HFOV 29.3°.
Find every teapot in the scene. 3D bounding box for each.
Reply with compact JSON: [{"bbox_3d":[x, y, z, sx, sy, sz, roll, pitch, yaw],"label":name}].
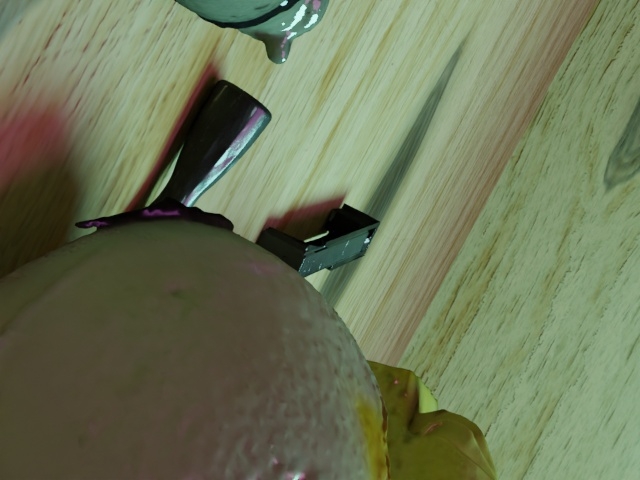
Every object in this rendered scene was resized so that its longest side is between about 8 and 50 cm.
[{"bbox_3d":[-0.078,-0.046,0.771,0.111,0.042,0.043,-55,168,-5],"label":"teapot"}]

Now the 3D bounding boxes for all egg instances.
[{"bbox_3d":[-0.093,0.165,0.627,0.337,0.201,0.337,-31,143,-27],"label":"egg"}]

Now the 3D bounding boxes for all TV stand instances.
[{"bbox_3d":[0.000,0.000,1.184,0.040,0.049,0.256,-64,167,13],"label":"TV stand"}]

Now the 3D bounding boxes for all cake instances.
[{"bbox_3d":[0.008,0.214,1.045,0.227,0.285,0.223,53,52,-74],"label":"cake"}]

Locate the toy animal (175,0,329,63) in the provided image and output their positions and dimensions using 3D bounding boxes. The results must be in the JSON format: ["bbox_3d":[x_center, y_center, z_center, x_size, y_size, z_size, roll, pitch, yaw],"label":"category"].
[{"bbox_3d":[-0.025,-0.155,0.600,0.121,0.094,0.225,-51,178,1],"label":"toy animal"}]
